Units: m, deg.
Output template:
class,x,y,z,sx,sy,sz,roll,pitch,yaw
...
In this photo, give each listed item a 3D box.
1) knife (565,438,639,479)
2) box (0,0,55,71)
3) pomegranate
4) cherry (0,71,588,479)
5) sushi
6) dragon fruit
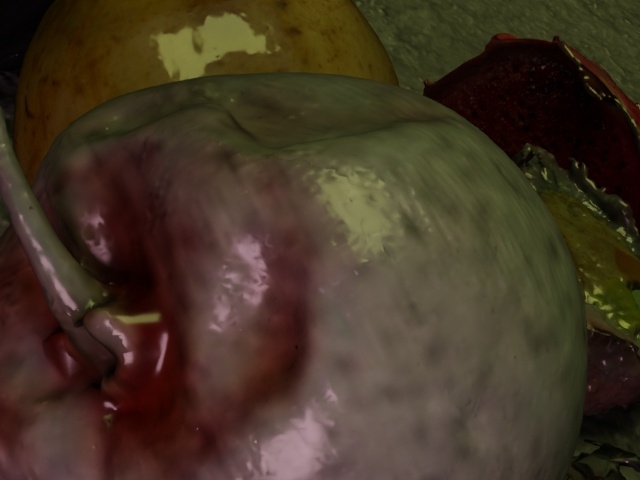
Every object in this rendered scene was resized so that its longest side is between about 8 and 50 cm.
class,x,y,z,sx,sy,sz,roll,pitch,yaw
knife,0.072,0.198,0.836,0.365,0.043,0.089,-18,18,-42
box,-0.116,-0.214,1.102,0.290,0.289,0.073,-16,81,-45
pomegranate,-0.072,-0.071,0.949,0.260,0.260,0.260,16,34,-11
cherry,-0.009,0.056,0.719,0.335,0.326,0.291,-10,67,-32
sushi,0.165,0.030,1.059,0.161,0.107,0.241,-8,50,-41
dragon fruit,0.223,-0.089,1.216,0.126,0.161,0.274,-19,50,-43
